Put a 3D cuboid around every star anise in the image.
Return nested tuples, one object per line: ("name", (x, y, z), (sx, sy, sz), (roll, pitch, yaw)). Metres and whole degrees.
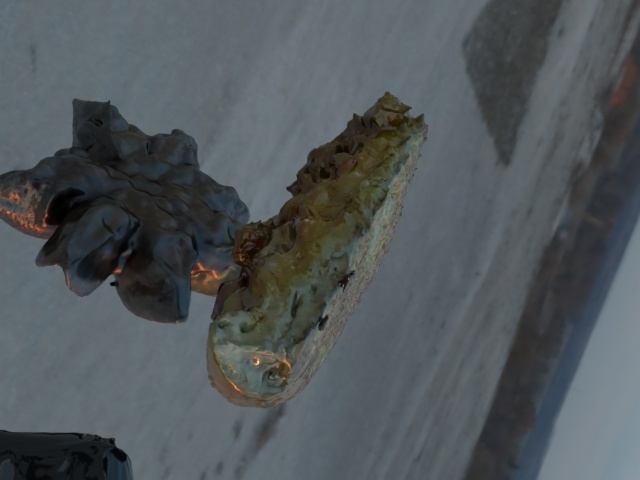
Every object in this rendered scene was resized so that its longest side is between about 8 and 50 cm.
("star anise", (-0.193, -0.037, 1.014), (0.108, 0.315, 0.315), (-50, 177, 35))

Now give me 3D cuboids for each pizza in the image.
("pizza", (0.000, 0.000, 0.694), (0.226, 0.086, 0.335), (-66, 172, 15))

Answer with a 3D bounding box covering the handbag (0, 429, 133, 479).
("handbag", (-0.214, 0.233, 0.507), (0.088, 0.244, 0.275), (89, -4, -53))
